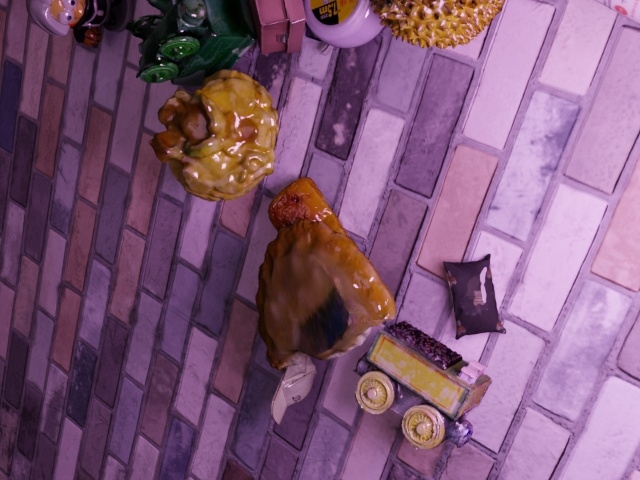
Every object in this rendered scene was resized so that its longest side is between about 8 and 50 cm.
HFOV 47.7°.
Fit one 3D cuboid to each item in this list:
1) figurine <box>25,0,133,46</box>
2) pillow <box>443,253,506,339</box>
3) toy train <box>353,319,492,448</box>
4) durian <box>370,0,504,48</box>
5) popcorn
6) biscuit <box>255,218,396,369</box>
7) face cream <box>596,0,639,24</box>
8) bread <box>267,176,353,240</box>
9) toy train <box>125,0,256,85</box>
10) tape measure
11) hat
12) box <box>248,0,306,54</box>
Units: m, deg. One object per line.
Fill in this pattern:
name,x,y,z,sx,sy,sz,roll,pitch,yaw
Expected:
figurine,-0.571,-0.544,1.692,0.133,0.236,0.176,32,114,26
pillow,0.280,0.104,1.323,0.090,0.048,0.150,-9,91,39
toy train,0.187,0.272,1.373,0.260,0.134,0.178,31,106,26
durian,0.193,-0.463,1.176,0.258,0.258,0.293,17,97,32
popcorn,-0.210,-0.215,1.501,0.224,0.270,0.258,32,151,54
biscuit,-0.018,0.136,1.421,0.329,0.078,0.335,39,117,34
face cream,0.521,-0.352,1.015,0.369,0.145,0.145,39,118,22
bread,0.001,0.000,1.486,0.139,0.077,0.271,-42,71,30
toy train,-0.276,-0.420,1.494,0.266,0.201,0.145,-27,74,54
tape measure,0.049,-0.449,1.360,0.196,0.105,0.179,-6,87,35
hat,-0.063,0.314,1.557,0.081,0.122,0.166,20,73,7
box,-0.096,-0.484,1.386,0.086,0.215,0.215,-13,91,-4
